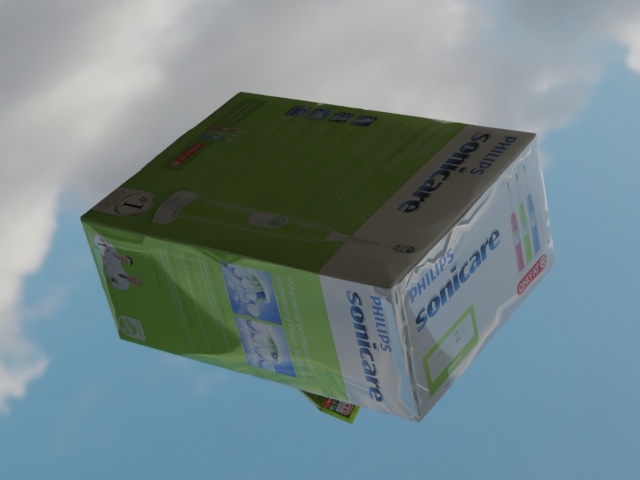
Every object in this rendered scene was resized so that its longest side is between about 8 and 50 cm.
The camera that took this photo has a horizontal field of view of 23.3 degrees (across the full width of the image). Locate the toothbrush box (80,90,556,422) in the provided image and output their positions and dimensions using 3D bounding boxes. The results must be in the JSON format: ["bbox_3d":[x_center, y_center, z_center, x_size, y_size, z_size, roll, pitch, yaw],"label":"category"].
[{"bbox_3d":[0.000,0.000,1.161,0.283,0.122,0.206,10,-142,35],"label":"toothbrush box"}]

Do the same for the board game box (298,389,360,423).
[{"bbox_3d":[0.010,0.140,1.793,0.092,0.043,0.181,-64,-159,1],"label":"board game box"}]
